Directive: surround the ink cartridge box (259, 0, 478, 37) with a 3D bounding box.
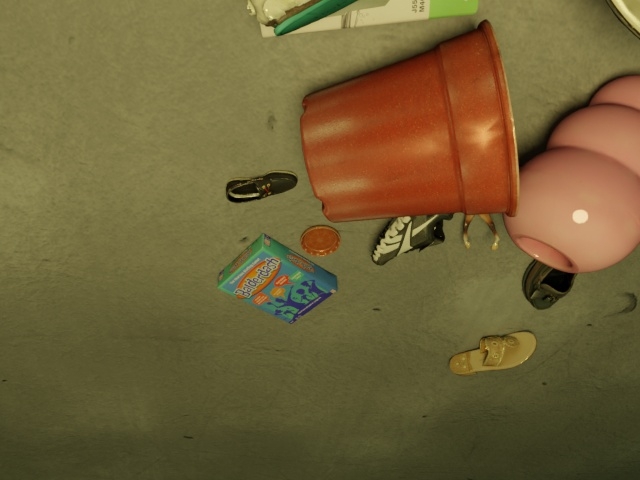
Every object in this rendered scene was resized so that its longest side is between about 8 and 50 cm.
[{"bbox_3d":[0.046,-0.369,0.557,0.273,0.114,0.198,-7,134,2],"label":"ink cartridge box"}]

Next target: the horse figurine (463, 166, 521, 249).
[{"bbox_3d":[0.354,-0.072,0.894,0.263,0.066,0.174,-15,117,20],"label":"horse figurine"}]

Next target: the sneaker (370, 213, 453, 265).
[{"bbox_3d":[0.178,-0.010,0.910,0.106,0.078,0.234,33,136,4],"label":"sneaker"}]

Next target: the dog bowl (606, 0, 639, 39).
[{"bbox_3d":[0.482,-0.386,0.458,0.408,0.150,0.407,12,127,16],"label":"dog bowl"}]

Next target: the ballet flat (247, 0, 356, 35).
[{"bbox_3d":[0.104,-0.325,0.441,0.409,0.147,0.147,-16,133,11],"label":"ballet flat"}]

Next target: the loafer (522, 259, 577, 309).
[{"bbox_3d":[0.518,0.079,1.051,0.096,0.084,0.267,-6,134,1],"label":"loafer"}]

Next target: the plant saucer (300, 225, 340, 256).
[{"bbox_3d":[0.000,0.000,0.980,0.084,0.013,0.083,-2,134,-2],"label":"plant saucer"}]

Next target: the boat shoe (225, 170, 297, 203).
[{"bbox_3d":[-0.106,-0.095,0.861,0.133,0.042,0.048,-8,132,1],"label":"boat shoe"}]

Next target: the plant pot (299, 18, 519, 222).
[{"bbox_3d":[0.125,-0.146,0.699,0.265,0.272,0.272,-9,135,16],"label":"plant pot"}]

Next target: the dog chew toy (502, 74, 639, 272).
[{"bbox_3d":[0.438,-0.116,0.745,0.207,0.207,0.331,36,85,-33],"label":"dog chew toy"}]

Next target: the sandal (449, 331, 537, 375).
[{"bbox_3d":[0.444,0.297,1.254,0.240,0.088,0.079,-29,136,28],"label":"sandal"}]

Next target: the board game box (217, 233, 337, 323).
[{"bbox_3d":[-0.092,0.091,1.036,0.210,0.047,0.160,32,124,-29],"label":"board game box"}]
